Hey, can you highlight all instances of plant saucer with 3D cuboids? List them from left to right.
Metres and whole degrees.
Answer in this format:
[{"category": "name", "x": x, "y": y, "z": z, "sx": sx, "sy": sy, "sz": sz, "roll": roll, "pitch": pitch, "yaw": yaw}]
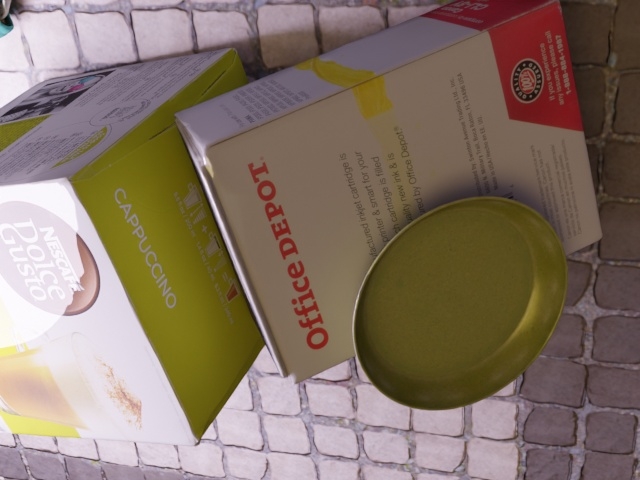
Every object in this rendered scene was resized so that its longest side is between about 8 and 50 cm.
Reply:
[{"category": "plant saucer", "x": 0.139, "y": 0.062, "z": 0.869, "sx": 0.241, "sy": 0.037, "sz": 0.241, "roll": -8, "pitch": 116, "yaw": -18}]

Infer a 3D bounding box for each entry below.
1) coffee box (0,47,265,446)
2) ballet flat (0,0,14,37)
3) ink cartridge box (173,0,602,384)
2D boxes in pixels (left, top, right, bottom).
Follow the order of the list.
[{"category": "coffee box", "x": -0.255, "y": 0.003, "z": 1.035, "sx": 0.334, "sy": 0.338, "sz": 0.337, "roll": -3, "pitch": 121, "yaw": 29}, {"category": "ballet flat", "x": -0.432, "y": -0.367, "z": 1.053, "sx": 0.087, "sy": 0.083, "sz": 0.247, "roll": -8, "pitch": 121, "yaw": -6}, {"category": "ink cartridge box", "x": 0.075, "y": -0.066, "z": 0.904, "sx": 0.385, "sy": 0.160, "sz": 0.279, "roll": -24, "pitch": 117, "yaw": -10}]
